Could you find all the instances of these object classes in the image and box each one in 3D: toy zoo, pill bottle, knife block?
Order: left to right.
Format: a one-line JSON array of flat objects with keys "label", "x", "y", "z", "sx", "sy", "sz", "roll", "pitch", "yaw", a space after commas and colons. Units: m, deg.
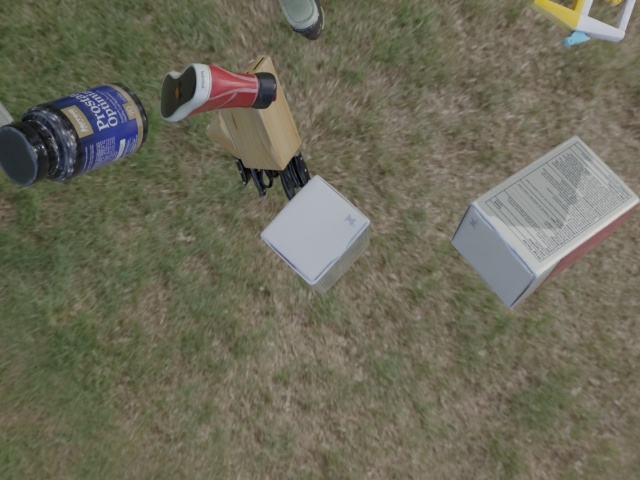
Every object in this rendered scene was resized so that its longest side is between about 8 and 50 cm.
[{"label": "pill bottle", "x": -0.384, "y": -0.162, "z": 1.269, "sx": 0.122, "sy": 0.219, "sz": 0.123, "roll": 16, "pitch": 121, "yaw": 29}, {"label": "knife block", "x": -0.091, "y": -0.198, "z": 1.601, "sx": 0.242, "sy": 0.275, "sz": 0.088, "roll": 35, "pitch": 54, "yaw": -7}, {"label": "toy zoo", "x": 0.529, "y": -0.517, "z": 1.590, "sx": 0.192, "sy": 0.030, "sz": 0.293, "roll": 21, "pitch": 86, "yaw": -6}]

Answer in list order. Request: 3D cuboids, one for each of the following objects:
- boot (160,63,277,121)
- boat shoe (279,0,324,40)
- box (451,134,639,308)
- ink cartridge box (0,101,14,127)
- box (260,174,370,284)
[{"label": "boot", "x": -0.179, "y": -0.257, "z": 1.455, "sx": 0.176, "sy": 0.244, "sz": 0.088, "roll": -2, "pitch": 92, "yaw": -29}, {"label": "boat shoe", "x": -0.050, "y": -0.480, "z": 1.554, "sx": 0.081, "sy": 0.068, "sz": 0.228, "roll": -21, "pitch": 65, "yaw": 13}, {"label": "box", "x": 0.343, "y": -0.029, "z": 1.259, "sx": 0.232, "sy": 0.127, "sz": 0.149, "roll": -31, "pitch": 70, "yaw": -21}, {"label": "ink cartridge box", "x": -0.683, "y": -0.309, "z": 1.442, "sx": 0.091, "sy": 0.385, "sz": 0.308, "roll": -36, "pitch": 107, "yaw": -8}, {"label": "box", "x": 0.000, "y": 0.000, "z": 1.448, "sx": 0.121, "sy": 0.311, "sz": 0.148, "roll": 43, "pitch": 86, "yaw": 7}]
